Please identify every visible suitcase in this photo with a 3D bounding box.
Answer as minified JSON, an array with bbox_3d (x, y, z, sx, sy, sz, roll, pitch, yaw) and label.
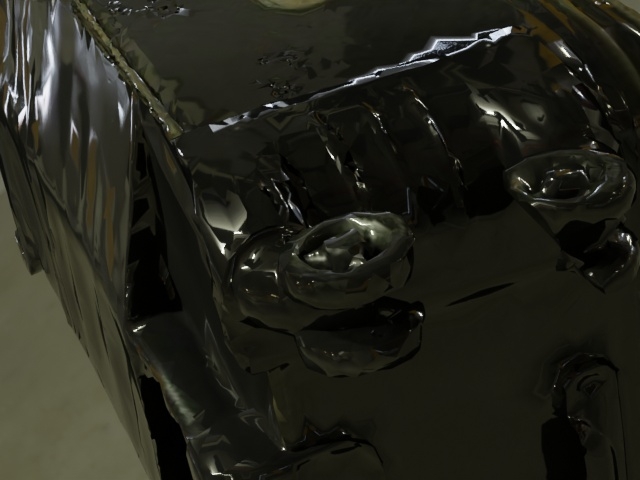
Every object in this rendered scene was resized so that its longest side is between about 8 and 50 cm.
[{"bbox_3d":[0.000,0.000,0.634,0.194,0.283,0.434,-19,30,-15],"label":"suitcase"}]
